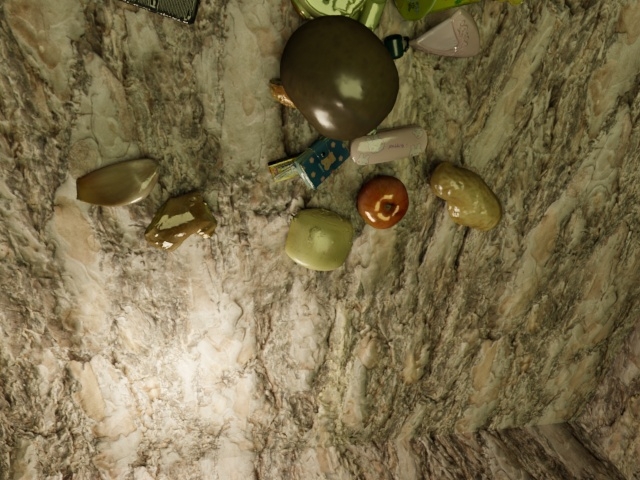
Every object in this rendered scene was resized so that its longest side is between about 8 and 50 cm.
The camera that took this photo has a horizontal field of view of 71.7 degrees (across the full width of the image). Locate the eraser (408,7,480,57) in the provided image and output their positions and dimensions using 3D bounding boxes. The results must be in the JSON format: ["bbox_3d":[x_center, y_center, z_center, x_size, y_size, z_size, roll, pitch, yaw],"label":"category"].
[{"bbox_3d":[0.450,-0.661,1.478,0.244,0.204,0.059,7,76,-37],"label":"eraser"}]

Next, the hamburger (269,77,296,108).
[{"bbox_3d":[-0.084,-0.487,1.491,0.176,0.087,0.102,-3,118,-14],"label":"hamburger"}]

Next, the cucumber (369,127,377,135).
[{"bbox_3d":[0.134,-0.518,1.504,0.105,0.145,0.325,-5,116,-18],"label":"cucumber"}]

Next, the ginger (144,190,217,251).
[{"bbox_3d":[-0.502,-0.058,1.619,0.221,0.130,0.275,22,118,-33],"label":"ginger"}]

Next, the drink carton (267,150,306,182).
[{"bbox_3d":[-0.104,-0.273,1.628,0.166,0.056,0.071,-19,117,-2],"label":"drink carton"}]

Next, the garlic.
[{"bbox_3d":[-0.682,-0.190,1.508,0.319,0.112,0.143,-13,99,2],"label":"garlic"}]

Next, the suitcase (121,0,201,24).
[{"bbox_3d":[-0.420,-0.791,1.199,0.230,0.152,0.334,13,116,-19],"label":"suitcase"}]

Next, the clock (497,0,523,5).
[{"bbox_3d":[0.534,-0.856,1.316,0.071,0.277,0.293,-9,116,7],"label":"clock"}]

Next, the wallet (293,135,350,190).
[{"bbox_3d":[0.006,-0.291,1.592,0.202,0.059,0.141,-46,126,-16],"label":"wallet"}]

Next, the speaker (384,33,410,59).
[{"bbox_3d":[0.264,-0.656,1.492,0.095,0.060,0.075,-18,123,-3],"label":"speaker"}]

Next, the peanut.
[{"bbox_3d":[0.583,-0.173,1.786,0.192,0.169,0.387,-43,116,17],"label":"peanut"}]

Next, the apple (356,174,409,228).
[{"bbox_3d":[0.242,-0.147,1.719,0.210,0.164,0.209,-5,118,-10],"label":"apple"}]

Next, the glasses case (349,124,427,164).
[{"bbox_3d":[0.254,-0.356,1.652,0.297,0.075,0.113,-12,119,-7],"label":"glasses case"}]

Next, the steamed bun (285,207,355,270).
[{"bbox_3d":[0.000,0.000,1.744,0.273,0.166,0.231,15,116,-21],"label":"steamed bun"}]

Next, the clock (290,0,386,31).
[{"bbox_3d":[0.039,-0.790,1.329,0.349,0.117,0.285,12,115,-19],"label":"clock"}]

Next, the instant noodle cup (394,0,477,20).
[{"bbox_3d":[0.369,-0.824,1.302,0.222,0.311,0.311,-14,122,-17],"label":"instant noodle cup"}]

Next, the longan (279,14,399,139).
[{"bbox_3d":[0.051,-0.477,1.315,0.362,0.361,0.360,-6,120,-10],"label":"longan"}]
